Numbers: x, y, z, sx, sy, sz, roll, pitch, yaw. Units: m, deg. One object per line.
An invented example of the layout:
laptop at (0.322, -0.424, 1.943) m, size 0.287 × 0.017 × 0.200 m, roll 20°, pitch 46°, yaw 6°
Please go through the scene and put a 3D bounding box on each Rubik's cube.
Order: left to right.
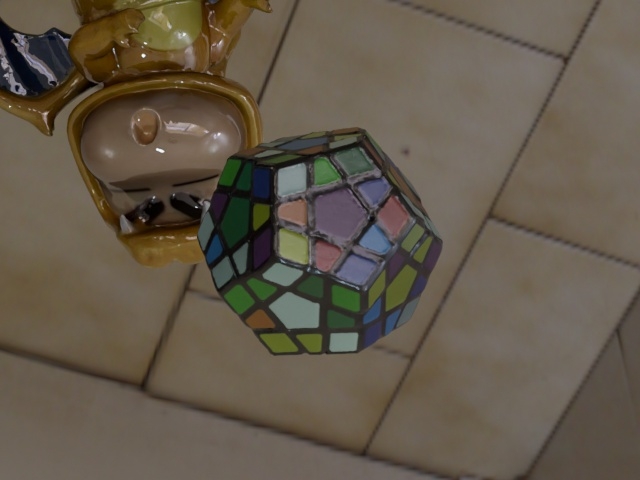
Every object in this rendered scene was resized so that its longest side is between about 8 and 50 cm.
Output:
Rubik's cube at (0.000, 0.000, 0.785) m, size 0.133 × 0.133 × 0.112 m, roll -9°, pitch 103°, yaw 9°

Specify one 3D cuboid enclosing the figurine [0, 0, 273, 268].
figurine at (-0.167, -0.183, 1.625) m, size 0.268 × 0.401 × 0.387 m, roll -2°, pitch 104°, yaw 39°
